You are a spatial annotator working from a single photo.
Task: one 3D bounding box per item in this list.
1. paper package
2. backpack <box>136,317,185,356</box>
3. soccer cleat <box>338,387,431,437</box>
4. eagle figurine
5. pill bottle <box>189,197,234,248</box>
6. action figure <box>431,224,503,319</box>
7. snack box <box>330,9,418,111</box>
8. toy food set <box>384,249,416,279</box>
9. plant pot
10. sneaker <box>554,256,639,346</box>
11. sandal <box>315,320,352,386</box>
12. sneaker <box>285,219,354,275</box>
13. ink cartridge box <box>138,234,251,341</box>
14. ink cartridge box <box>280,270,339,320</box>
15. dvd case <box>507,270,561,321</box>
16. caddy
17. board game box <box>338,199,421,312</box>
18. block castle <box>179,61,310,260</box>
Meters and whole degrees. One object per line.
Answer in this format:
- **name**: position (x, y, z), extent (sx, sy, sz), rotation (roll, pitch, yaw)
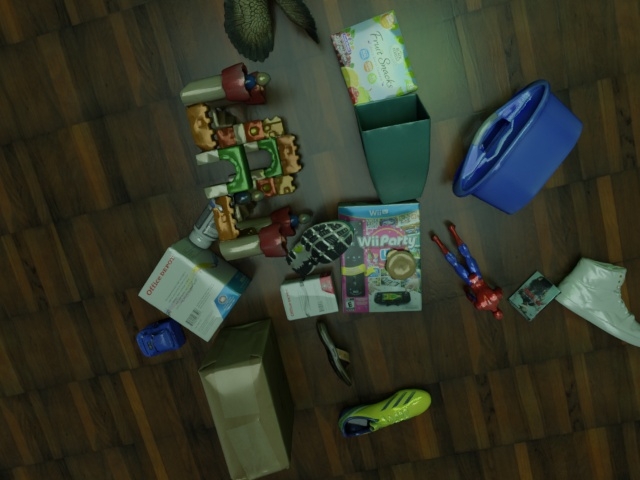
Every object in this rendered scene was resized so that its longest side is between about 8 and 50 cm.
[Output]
- **paper package**: position (-0.190, 0.426, 1.441), extent (0.168, 0.309, 0.325), rotation (-13, 102, 2)
- **backpack**: position (-0.484, 0.291, 1.540), extent (0.120, 0.101, 0.098), rotation (-16, 94, 11)
- **soccer cleat**: position (0.192, 0.521, 1.531), extent (0.289, 0.121, 0.094), rotation (-17, 100, 7)
- **eagle figurine**: position (-0.129, -0.621, 1.276), extent (0.225, 0.226, 0.298), rotation (-8, 97, -15)
- **pill bottle**: position (-0.309, -0.048, 1.464), extent (0.078, 0.078, 0.137), rotation (37, 102, -4)
- **action figure**: position (0.425, 0.096, 1.450), extent (0.091, 0.139, 0.280), rotation (-34, 76, 13)
- **snack box**: position (0.140, -0.462, 1.348), extent (0.174, 0.070, 0.207), rotation (-18, 102, 8)
- **toy food set**: position (0.215, 0.068, 1.387), extent (0.083, 0.020, 0.083), rotation (5, 103, 1)
- **plant pot**: position (0.191, -0.225, 1.334), extent (0.165, 0.166, 0.234), rotation (-10, 127, 3)
- **sneaker**: position (0.811, 0.162, 1.419), extent (0.292, 0.108, 0.169), rotation (30, 106, -2)
- **sandal**: position (0.051, 0.332, 1.532), extent (0.060, 0.090, 0.219), rotation (-25, 93, -13)
- **sneaker**: position (0.000, 0.000, 1.375), extent (0.107, 0.110, 0.275), rotation (48, 144, -9)
- **ink cartridge box**: position (-0.347, 0.129, 1.459), extent (0.232, 0.168, 0.171), rotation (36, 102, -4)
- **ink cartridge box**: position (-0.030, 0.160, 1.498), extent (0.150, 0.063, 0.109), rotation (-11, 102, 7)
- **dvd case**: position (0.599, 0.157, 1.452), extent (0.119, 0.013, 0.087), rotation (-49, 52, 13)
- **caddy**: position (0.469, -0.233, 1.291), extent (0.179, 0.241, 0.341), rotation (33, 102, -10)
- **board game box**: position (0.163, 0.042, 1.444), extent (0.223, 0.097, 0.304), rotation (-3, 102, 4)
- **block castle**: position (-0.166, -0.196, 1.309), extent (0.212, 0.303, 0.454), rotation (-11, 102, 5)
